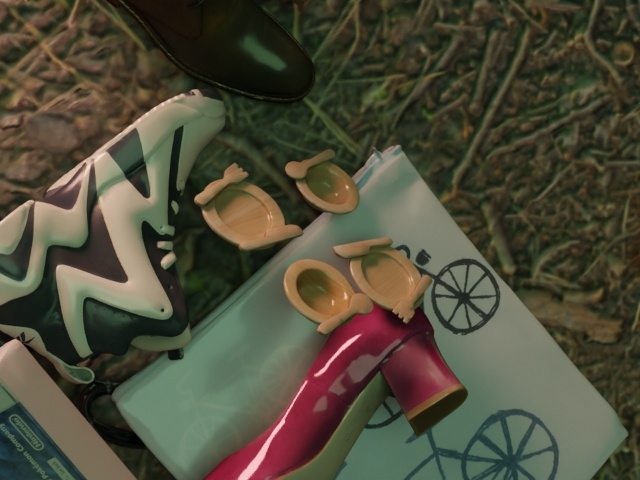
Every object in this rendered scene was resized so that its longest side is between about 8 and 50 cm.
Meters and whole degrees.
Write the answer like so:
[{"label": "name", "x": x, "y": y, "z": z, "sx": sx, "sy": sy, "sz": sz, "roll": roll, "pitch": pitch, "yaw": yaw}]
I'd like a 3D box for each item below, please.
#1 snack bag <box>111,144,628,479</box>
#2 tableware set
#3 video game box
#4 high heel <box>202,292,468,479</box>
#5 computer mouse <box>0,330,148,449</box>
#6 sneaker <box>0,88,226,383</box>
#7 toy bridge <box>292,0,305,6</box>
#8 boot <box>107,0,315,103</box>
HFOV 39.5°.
[{"label": "snack bag", "x": 0.048, "y": 0.146, "z": 0.715, "sx": 0.323, "sy": 0.037, "sz": 0.342, "roll": -42, "pitch": 99, "yaw": -16}, {"label": "tableware set", "x": 0.000, "y": 0.000, "z": 0.642, "sx": 0.141, "sy": 0.020, "sz": 0.169, "roll": -23, "pitch": 66, "yaw": -46}, {"label": "video game box", "x": -0.210, "y": 0.189, "z": 0.580, "sx": 0.187, "sy": 0.048, "sz": 0.205, "roll": -29, "pitch": 108, "yaw": 17}, {"label": "high heel", "x": -0.021, "y": 0.124, "z": 0.653, "sx": 0.244, "sy": 0.082, "sz": 0.117, "roll": -32, "pitch": 56, "yaw": -2}, {"label": "computer mouse", "x": -0.199, "y": 0.079, "z": 0.659, "sx": 0.242, "sy": 0.041, "sz": 0.071, "roll": 42, "pitch": 70, "yaw": -16}, {"label": "sneaker", "x": -0.126, "y": 0.005, "z": 0.643, "sx": 0.153, "sy": 0.094, "sz": 0.235, "roll": 54, "pitch": 53, "yaw": -13}, {"label": "toy bridge", "x": -0.089, "y": -0.240, "z": 0.689, "sx": 0.188, "sy": 0.063, "sz": 0.026, "roll": 30, "pitch": 79, "yaw": -13}, {"label": "boot", "x": -0.090, "y": -0.179, "z": 0.663, "sx": 0.219, "sy": 0.106, "sz": 0.082, "roll": 32, "pitch": 79, "yaw": -11}]
